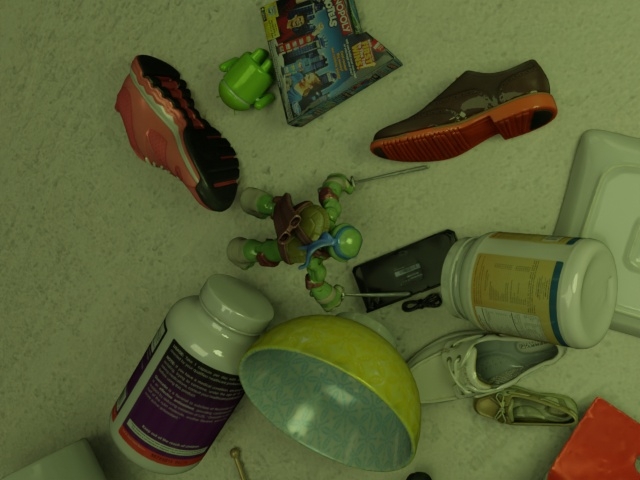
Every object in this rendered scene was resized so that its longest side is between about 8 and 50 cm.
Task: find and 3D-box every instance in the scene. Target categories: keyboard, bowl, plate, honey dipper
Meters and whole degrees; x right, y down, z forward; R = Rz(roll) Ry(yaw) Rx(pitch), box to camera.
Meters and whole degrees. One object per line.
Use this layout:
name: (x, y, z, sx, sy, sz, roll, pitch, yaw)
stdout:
keyboard: (0.147, 0.063, 1.030, 0.180, 0.023, 0.108, -23, 81, 21)
bowl: (0.036, 0.204, 0.993, 0.289, 0.156, 0.289, 19, 139, 17)
plate: (0.467, 0.007, 0.894, 0.277, 0.045, 0.278, 17, 101, 19)
honey dipper: (-0.133, 0.453, 1.167, 0.030, 0.030, 0.161, -23, 85, 21)

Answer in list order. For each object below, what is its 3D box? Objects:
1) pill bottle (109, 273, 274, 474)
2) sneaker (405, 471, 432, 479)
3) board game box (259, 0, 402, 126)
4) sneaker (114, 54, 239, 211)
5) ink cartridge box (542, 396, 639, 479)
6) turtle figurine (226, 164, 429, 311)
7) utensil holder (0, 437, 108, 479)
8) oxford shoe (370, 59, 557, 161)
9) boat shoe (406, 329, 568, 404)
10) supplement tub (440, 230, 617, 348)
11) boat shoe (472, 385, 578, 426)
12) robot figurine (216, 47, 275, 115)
pill bottle: (-0.210, 0.222, 1.091, 0.181, 0.181, 0.323, 37, 106, 13)
sneaker: (0.090, 0.497, 1.051, 0.162, 0.106, 0.281, 9, 99, 22)
board game box: (0.021, -0.300, 1.019, 0.194, 0.060, 0.194, -13, 91, 20)
sneaker: (-0.253, -0.164, 1.122, 0.136, 0.116, 0.314, -40, 74, 29)
ink cartridge box: (0.409, 0.453, 0.847, 0.308, 0.091, 0.385, 35, 81, 8)
turtle figurine: (0.000, 0.000, 1.025, 0.266, 0.274, 0.198, 10, 117, 42)
utensil holder: (-0.490, 0.601, 1.162, 0.327, 0.327, 0.385, -30, 82, 20)
oxford shoe: (0.201, -0.188, 0.959, 0.271, 0.097, 0.098, -13, 71, 17)
boat shoe: (0.231, 0.185, 0.967, 0.277, 0.096, 0.098, -29, 88, 25)
supplement tub: (0.282, 0.062, 0.887, 0.199, 0.144, 0.144, 6, 98, 45)
boat shoe: (0.306, 0.254, 0.975, 0.153, 0.048, 0.056, 4, 97, 20)
robot figurine: (-0.122, -0.264, 1.071, 0.101, 0.067, 0.115, 46, 109, 2)
